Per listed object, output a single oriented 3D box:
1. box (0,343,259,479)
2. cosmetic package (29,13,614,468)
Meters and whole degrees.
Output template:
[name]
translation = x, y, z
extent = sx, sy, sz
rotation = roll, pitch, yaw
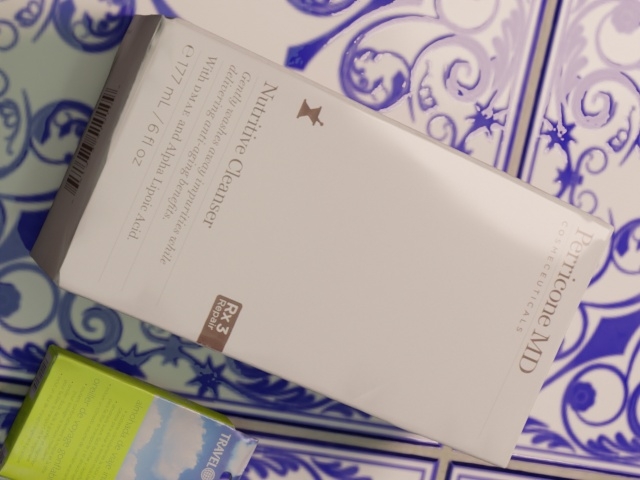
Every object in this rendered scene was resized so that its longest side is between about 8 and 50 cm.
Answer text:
[box]
translation = -0.152, 0.165, 1.371
extent = 0.178, 0.042, 0.109
rotation = 25, 93, -18
[cosmetic package]
translation = 0.000, 0.000, 1.325
extent = 0.385, 0.156, 0.217
rotation = 22, 91, -17
